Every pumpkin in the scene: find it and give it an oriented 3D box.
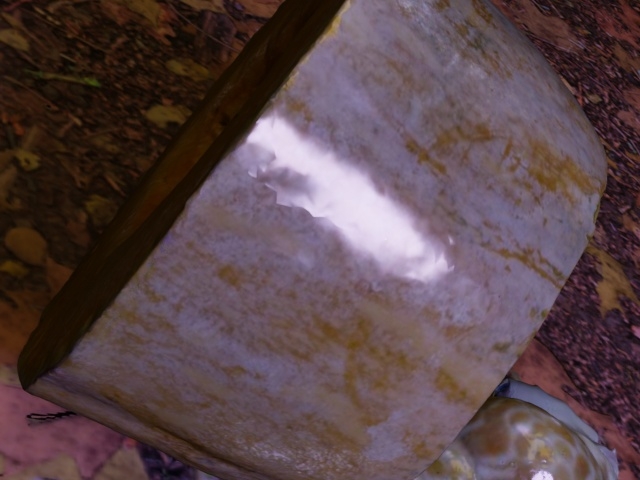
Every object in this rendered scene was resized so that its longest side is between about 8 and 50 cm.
[{"bbox_3d":[0.000,0.000,0.670,0.199,0.332,0.332,42,31,-14],"label":"pumpkin"}]

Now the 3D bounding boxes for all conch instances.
[{"bbox_3d":[0.132,0.154,0.778,0.116,0.106,0.173,54,26,11],"label":"conch"}]
